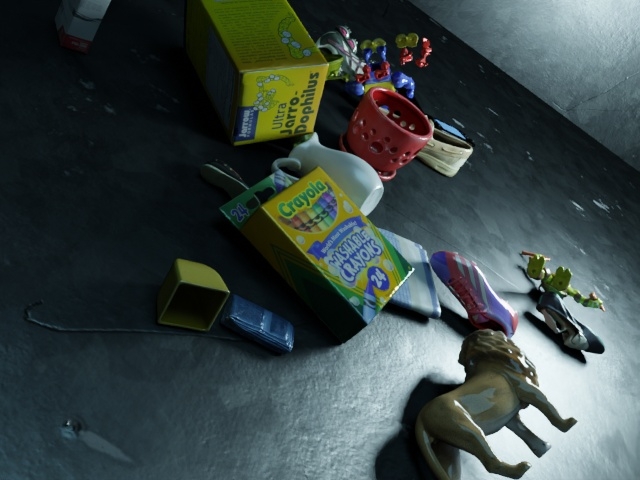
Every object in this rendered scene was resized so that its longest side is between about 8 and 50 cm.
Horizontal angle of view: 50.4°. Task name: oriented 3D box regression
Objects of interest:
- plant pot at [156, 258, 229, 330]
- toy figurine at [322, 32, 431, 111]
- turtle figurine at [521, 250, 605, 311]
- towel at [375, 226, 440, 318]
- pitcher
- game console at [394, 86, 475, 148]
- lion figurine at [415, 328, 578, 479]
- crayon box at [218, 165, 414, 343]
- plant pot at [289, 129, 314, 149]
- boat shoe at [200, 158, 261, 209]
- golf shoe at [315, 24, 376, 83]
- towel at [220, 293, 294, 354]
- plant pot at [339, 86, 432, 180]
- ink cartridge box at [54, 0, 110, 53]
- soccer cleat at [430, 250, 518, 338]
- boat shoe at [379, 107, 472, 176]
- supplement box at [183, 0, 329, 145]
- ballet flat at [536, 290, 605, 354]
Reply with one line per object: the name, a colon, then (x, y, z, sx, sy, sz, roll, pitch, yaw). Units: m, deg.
plant pot: (-0.194, 0.072, 1.007, 0.082, 0.081, 0.083, 16, 28, -31)
toy figurine: (0.135, -0.417, 1.901, 0.363, 0.217, 0.191, -8, 43, 6)
turtle figurine: (0.593, 0.100, 1.744, 0.269, 0.087, 0.217, 45, 10, 33)
towel: (0.115, 0.047, 1.392, 0.285, 0.034, 0.209, 20, 39, -24)
pitcher: (0.014, -0.128, 1.441, 0.207, 0.125, 0.178, 38, 44, 19)
game console: (0.345, -0.376, 2.128, 0.362, 0.044, 0.213, 16, 39, -38)
lion figurine: (0.266, 0.287, 1.147, 0.392, 0.142, 0.240, -16, 53, -48)
crayon box: (0.000, 0.000, 1.230, 0.323, 0.083, 0.203, 47, 41, 2)
plant pot: (-0.045, -0.247, 1.566, 0.083, 0.083, 0.079, 11, 53, -37)
boat shoe: (-0.163, -0.107, 1.287, 0.133, 0.049, 0.042, 36, 40, 3)
golf shoe: (0.092, -0.505, 2.025, 0.120, 0.105, 0.272, -37, 85, -26)
towel: (-0.096, 0.131, 1.075, 0.120, 0.029, 0.067, 29, 32, -15)
plant pot: (0.149, -0.253, 1.668, 0.191, 0.174, 0.191, 27, 33, -20)
ink cartridge box: (-0.467, -0.455, 1.335, 0.056, 0.135, 0.099, 10, 42, -39)
soccer cleat: (0.325, 0.123, 1.452, 0.248, 0.083, 0.095, 44, 46, -10)
boat shoe: (0.271, -0.305, 1.917, 0.341, 0.110, 0.121, 24, 35, -22)
supplement box: (-0.153, -0.406, 1.484, 0.195, 0.194, 0.356, -13, 55, -23)
ballet flat: (0.598, 0.214, 1.646, 0.203, 0.074, 0.074, 48, 32, 3)
